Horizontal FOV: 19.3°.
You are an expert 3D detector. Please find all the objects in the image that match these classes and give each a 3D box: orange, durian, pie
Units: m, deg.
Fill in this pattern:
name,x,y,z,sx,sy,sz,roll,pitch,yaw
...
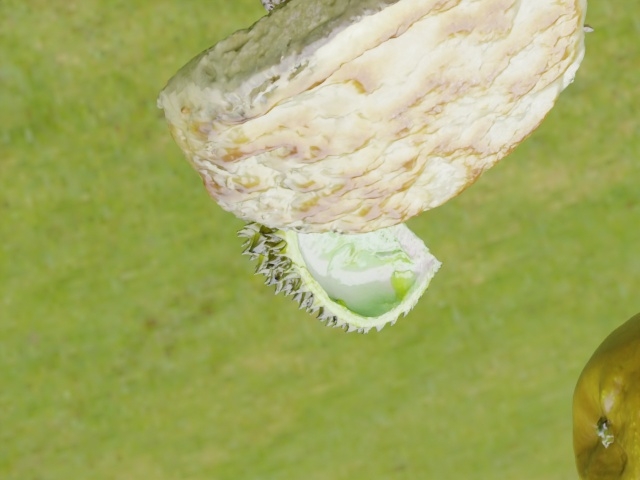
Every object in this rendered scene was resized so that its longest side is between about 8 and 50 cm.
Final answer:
name,x,y,z,sx,sy,sz,roll,pitch,yaw
orange,0.372,0.181,1.826,0.235,0.279,0.279,11,156,-17
durian,0.000,0.000,1.328,0.215,0.100,0.086,33,177,-39
pie,0.029,-0.081,0.850,0.205,0.084,0.179,-35,152,12

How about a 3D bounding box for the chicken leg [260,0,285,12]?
name,x,y,z,sx,sy,sz,roll,pitch,yaw
chicken leg,0.045,-0.212,1.281,0.198,0.085,0.069,-38,146,-7
